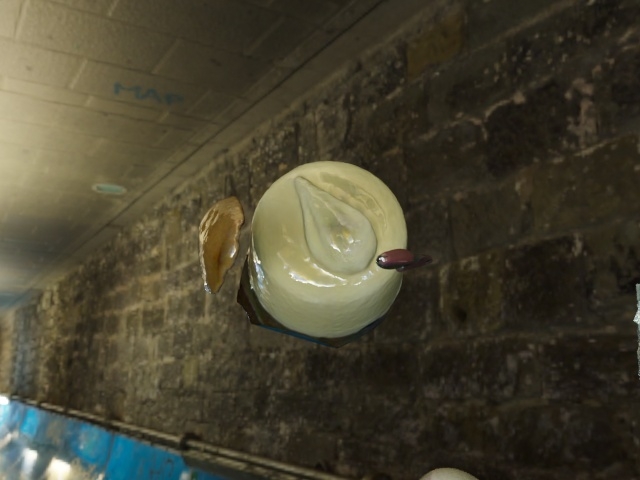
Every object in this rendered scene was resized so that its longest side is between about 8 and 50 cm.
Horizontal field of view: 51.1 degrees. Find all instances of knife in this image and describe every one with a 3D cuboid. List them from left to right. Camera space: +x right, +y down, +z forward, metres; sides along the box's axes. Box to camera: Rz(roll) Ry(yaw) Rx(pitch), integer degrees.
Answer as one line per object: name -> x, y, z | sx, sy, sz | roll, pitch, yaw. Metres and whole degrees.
knife -> 0.101, 0.026, 0.778 | 0.035, 0.018, 0.247 | -35, 166, 15

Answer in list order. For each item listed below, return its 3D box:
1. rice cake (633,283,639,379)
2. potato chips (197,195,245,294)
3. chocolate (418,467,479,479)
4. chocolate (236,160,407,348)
rice cake -> 0.605, 0.169, 1.247 | 0.042, 0.180, 0.030 | 1, 171, 13
potato chips -> -0.165, 0.003, 1.045 | 0.049, 0.150, 0.202 | 10, -160, -21
chocolate -> 0.192, 0.412, 0.970 | 0.221, 0.147, 0.221 | 37, -177, -2
chocolate -> 0.000, 0.000, 1.242 | 0.325, 0.314, 0.297 | 15, 156, 15
